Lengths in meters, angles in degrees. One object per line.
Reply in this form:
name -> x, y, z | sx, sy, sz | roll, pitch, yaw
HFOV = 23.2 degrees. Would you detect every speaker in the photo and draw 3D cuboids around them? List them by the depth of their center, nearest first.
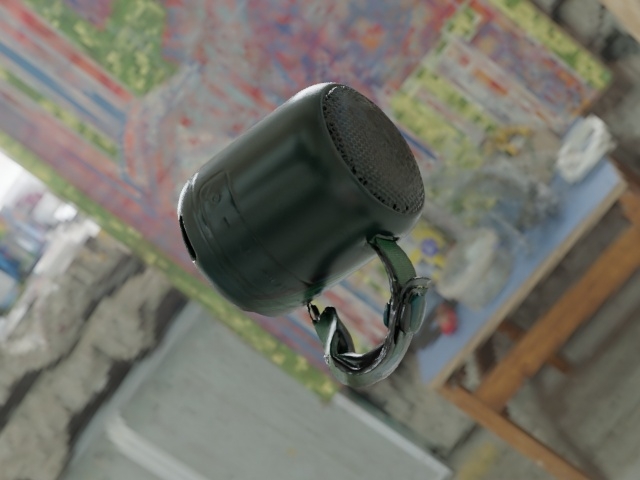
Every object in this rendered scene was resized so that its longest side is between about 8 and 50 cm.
speaker -> 0.003, 0.001, 0.523 | 0.075, 0.094, 0.060 | -35, -3, 28
